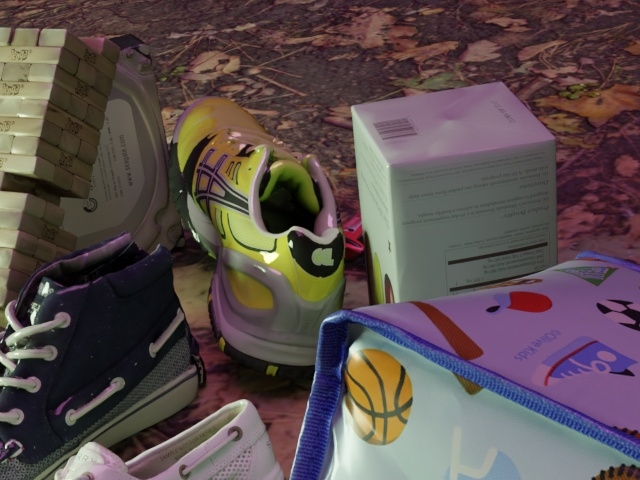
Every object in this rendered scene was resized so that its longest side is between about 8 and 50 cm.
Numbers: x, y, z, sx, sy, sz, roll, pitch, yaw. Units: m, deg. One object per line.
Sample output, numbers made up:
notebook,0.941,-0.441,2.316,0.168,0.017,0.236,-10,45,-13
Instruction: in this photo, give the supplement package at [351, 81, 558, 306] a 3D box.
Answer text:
supplement package,0.112,0.013,1.049,0.134,0.244,0.139,-10,27,-7

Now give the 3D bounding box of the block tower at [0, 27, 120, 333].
block tower,-0.275,-0.035,1.155,0.091,0.335,0.097,6,-12,24

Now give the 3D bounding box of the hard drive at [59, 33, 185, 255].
hard drive,-0.318,-0.056,1.290,0.339,0.236,0.064,-17,27,-20

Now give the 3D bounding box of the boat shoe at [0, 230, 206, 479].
boat shoe,-0.245,0.116,1.029,0.127,0.158,0.340,16,35,37

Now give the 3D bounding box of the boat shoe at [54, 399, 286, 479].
boat shoe,-0.157,0.190,0.912,0.277,0.096,0.098,-21,11,-32

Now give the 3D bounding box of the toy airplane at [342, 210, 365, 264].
toy airplane,0.000,0.000,1.334,0.151,0.028,0.151,-10,34,7

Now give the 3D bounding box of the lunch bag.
lunch bag,0.220,0.158,0.693,0.386,0.238,0.328,24,20,33

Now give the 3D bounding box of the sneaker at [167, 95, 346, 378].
sneaker,-0.047,-0.040,1.220,0.145,0.147,0.384,8,34,-27
